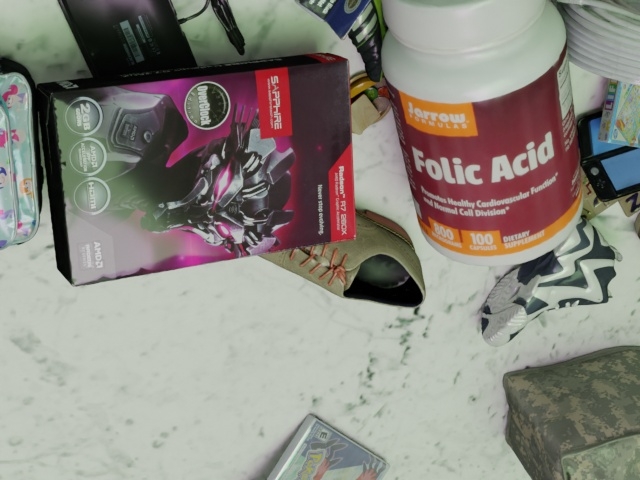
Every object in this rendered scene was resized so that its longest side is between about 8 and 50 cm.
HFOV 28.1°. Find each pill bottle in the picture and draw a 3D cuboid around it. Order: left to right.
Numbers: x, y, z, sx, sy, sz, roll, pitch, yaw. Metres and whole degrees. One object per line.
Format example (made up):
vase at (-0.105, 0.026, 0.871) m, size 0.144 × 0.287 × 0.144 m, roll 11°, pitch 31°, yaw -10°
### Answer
pill bottle at (0.198, -0.176, 1.572) m, size 0.224 × 0.224 × 0.392 m, roll -22°, pitch 132°, yaw -5°

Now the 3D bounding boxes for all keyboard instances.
keyboard at (-0.189, -0.257, 1.525) m, size 0.202 × 0.033 × 0.317 m, roll -20°, pitch 127°, yaw 0°

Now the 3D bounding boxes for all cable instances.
cable at (0.420, -0.261, 1.594) m, size 0.257 × 0.257 × 0.089 m, roll -19°, pitch 132°, yaw -42°

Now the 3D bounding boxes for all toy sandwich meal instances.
toy sandwich meal at (0.059, -0.178, 1.662) m, size 0.086 × 0.029 × 0.085 m, roll -9°, pitch 124°, yaw -14°

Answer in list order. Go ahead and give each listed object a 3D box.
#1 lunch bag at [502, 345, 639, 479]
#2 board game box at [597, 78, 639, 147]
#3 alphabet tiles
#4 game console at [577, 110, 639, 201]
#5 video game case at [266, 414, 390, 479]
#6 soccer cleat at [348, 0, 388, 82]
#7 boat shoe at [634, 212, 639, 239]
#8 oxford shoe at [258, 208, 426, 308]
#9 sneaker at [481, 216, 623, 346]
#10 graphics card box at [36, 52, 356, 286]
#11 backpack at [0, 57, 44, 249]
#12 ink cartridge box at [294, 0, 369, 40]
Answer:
lunch bag at (0.456, 0.290, 1.976) m, size 0.287 × 0.235 × 0.169 m, roll -13°, pitch 119°, yaw -10°
board game box at (0.443, -0.204, 1.749) m, size 0.103 × 0.026 × 0.154 m, roll 7°, pitch 98°, yaw -23°
alphabet tiles at (0.442, -0.120, 1.848) m, size 0.237 × 0.009 × 0.198 m, roll -34°, pitch 126°, yaw 5°
game console at (0.431, -0.128, 1.791) m, size 0.122 × 0.107 × 0.071 m, roll -18°, pitch 154°, yaw -7°
video game case at (-0.006, 0.393, 1.969) m, size 0.183 × 0.023 × 0.201 m, roll 37°, pitch 83°, yaw -34°
soccer cleat at (0.046, -0.278, 1.583) m, size 0.072 × 0.060 × 0.178 m, roll -7°, pitch 123°, yaw 4°
boat shoe at (0.599, 0.059, 1.928) m, size 0.302 × 0.103 × 0.113 m, roll 32°, pitch 109°, yaw -22°
oxford shoe at (0.000, 0.000, 1.693) m, size 0.348 × 0.130 × 0.123 m, roll 17°, pitch 115°, yaw -28°
sneaker at (0.355, 0.081, 1.893) m, size 0.153 × 0.094 × 0.235 m, roll 27°, pitch 102°, yaw -24°
graphics card box at (-0.139, -0.092, 1.525) m, size 0.371 × 0.094 × 0.232 m, roll -8°, pitch 107°, yaw -21°
backpack at (-0.450, -0.090, 1.450) m, size 0.254 × 0.191 × 0.225 m, roll -1°, pitch 110°, yaw -8°
ink cartridge box at (0.036, -0.361, 1.417) m, size 0.045 × 0.224 × 0.223 m, roll 25°, pitch 110°, yaw -31°
